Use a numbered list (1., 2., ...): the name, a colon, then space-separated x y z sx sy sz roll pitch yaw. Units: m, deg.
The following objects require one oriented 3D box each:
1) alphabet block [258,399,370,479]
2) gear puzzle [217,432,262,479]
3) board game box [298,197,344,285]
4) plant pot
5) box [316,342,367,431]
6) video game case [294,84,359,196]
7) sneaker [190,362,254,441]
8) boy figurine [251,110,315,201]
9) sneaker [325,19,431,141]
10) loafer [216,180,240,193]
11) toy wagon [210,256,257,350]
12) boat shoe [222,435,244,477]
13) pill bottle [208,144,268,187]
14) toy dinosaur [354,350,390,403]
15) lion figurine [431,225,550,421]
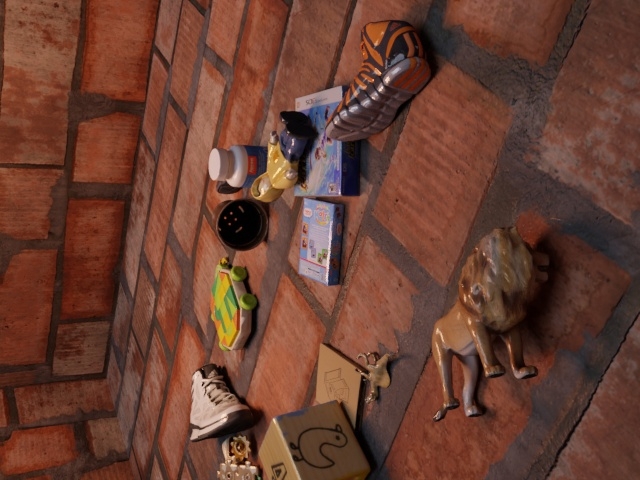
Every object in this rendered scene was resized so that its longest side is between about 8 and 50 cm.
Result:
1. alphabet block: -0.020 0.543 1.622 0.197 0.192 0.193 59 146 35
2. gear puzzle: -0.259 0.806 2.165 0.175 0.044 0.339 -6 84 31
3. board game box: 0.000 0.000 1.747 0.160 0.039 0.212 18 107 58
4. plant pot: -0.270 -0.059 2.105 0.165 0.167 0.167 -160 72 -66
5. box: 0.050 0.374 1.687 0.201 0.021 0.164 23 110 57
6. video game case: 0.012 -0.247 1.701 0.244 0.061 0.270 6 96 61
7. sneaker: -0.371 0.545 2.267 0.447 0.169 0.258 -37 61 57
8. boy figurine: -0.109 -0.216 1.768 0.285 0.092 0.177 -57 44 44
9. sneaker: 0.117 -0.364 1.482 0.321 0.124 0.180 -35 56 43
10. loafer: -0.278 -0.244 2.162 0.302 0.109 0.095 -35 57 58
11. toy wagon: -0.318 0.206 2.270 0.267 0.068 0.344 -61 42 40
12. boat shoe: -0.290 0.745 2.238 0.170 0.063 0.059 61 138 34
13. pill bottle: -0.206 -0.215 1.915 0.124 0.221 0.124 4 94 60
14. toy dinosaur: 0.131 0.297 1.533 0.092 0.053 0.183 42 135 33
15. lion figurine: 0.272 0.162 1.187 0.392 0.142 0.240 124 143 -50
